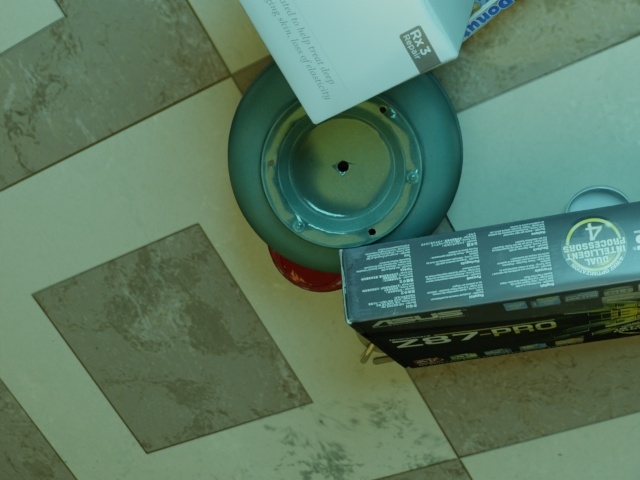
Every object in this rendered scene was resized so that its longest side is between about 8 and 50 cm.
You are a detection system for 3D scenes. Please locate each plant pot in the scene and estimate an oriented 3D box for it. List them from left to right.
[{"bbox_3d":[0.026,-0.092,1.173,0.293,0.196,0.293,0,99,3],"label":"plant pot"}]

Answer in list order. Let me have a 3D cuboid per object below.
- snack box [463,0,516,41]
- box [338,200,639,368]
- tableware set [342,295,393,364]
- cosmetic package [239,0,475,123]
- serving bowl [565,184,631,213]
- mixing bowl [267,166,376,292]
[{"bbox_3d":[0.176,-0.271,1.161,0.178,0.064,0.022,-35,134,30],"label":"snack box"},{"bbox_3d":[0.251,0.056,1.172,0.394,0.097,0.318,-9,161,13],"label":"box"},{"bbox_3d":[0.133,0.113,1.410,0.194,0.039,0.128,-15,114,24],"label":"tableware set"},{"bbox_3d":[0.045,-0.299,0.994,0.156,0.385,0.217,-22,110,26],"label":"cosmetic package"},{"bbox_3d":[0.348,-0.035,1.266,0.083,0.027,0.083,8,121,13],"label":"serving bowl"},{"bbox_3d":[0.000,0.000,1.351,0.181,0.098,0.181,7,120,12],"label":"mixing bowl"}]
